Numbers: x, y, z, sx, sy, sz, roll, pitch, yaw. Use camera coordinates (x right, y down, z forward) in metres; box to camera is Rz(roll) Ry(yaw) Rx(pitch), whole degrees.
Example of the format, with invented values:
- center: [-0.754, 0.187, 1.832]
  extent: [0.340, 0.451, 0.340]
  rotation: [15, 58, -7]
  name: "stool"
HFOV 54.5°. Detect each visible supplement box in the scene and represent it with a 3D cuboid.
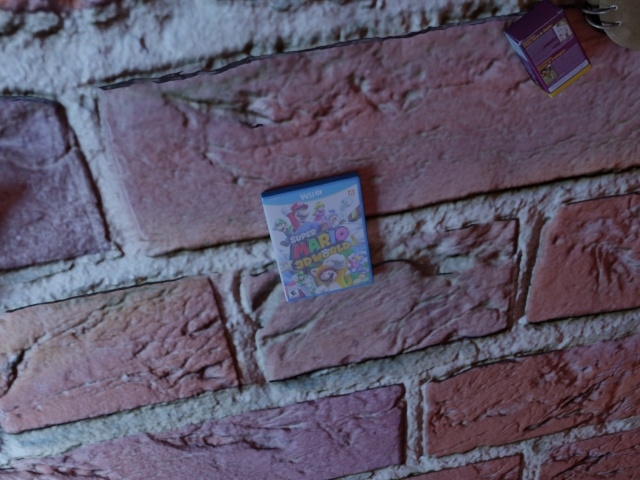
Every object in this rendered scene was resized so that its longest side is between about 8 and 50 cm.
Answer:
- center: [0.245, -0.205, 0.670]
  extent: [0.055, 0.043, 0.083]
  rotation: [-36, 124, 14]
  name: "supplement box"

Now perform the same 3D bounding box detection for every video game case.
- center: [0.000, 0.000, 0.779]
  extent: [0.119, 0.015, 0.166]
  rotation: [-13, 126, -3]
  name: "video game case"

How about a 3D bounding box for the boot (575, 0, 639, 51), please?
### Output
- center: [0.292, -0.253, 0.616]
  extent: [0.306, 0.112, 0.115]
  rotation: [7, 133, -19]
  name: "boot"
